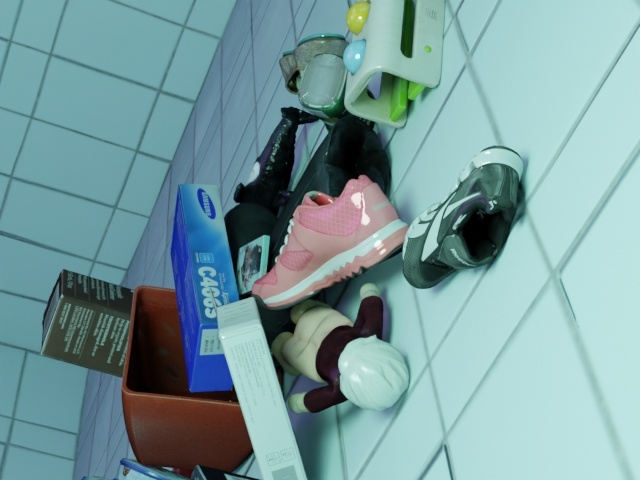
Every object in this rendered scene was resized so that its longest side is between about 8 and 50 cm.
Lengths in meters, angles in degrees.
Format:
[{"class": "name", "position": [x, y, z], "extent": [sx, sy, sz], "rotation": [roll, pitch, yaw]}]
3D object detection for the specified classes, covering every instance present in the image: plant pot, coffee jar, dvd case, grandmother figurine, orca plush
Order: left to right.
[{"class": "plant pot", "position": [-0.222, 0.269, 2.057], "extent": [0.267, 0.267, 0.236], "rotation": [-94, 14, -51]}, {"class": "dvd case", "position": [-0.112, 0.045, 1.864], "extent": [0.119, 0.013, 0.087], "rotation": [155, 123, -65]}, {"class": "orca plush", "position": [-0.072, -0.118, 2.280], "extent": [0.287, 0.102, 0.151], "rotation": [-59, -26, 12]}, {"class": "coffee jar", "position": [0.032, -0.225, 1.853], "extent": [0.184, 0.079, 0.096], "rotation": [36, -112, -67]}, {"class": "grandmother figurine", "position": [0.032, 0.155, 1.585], "extent": [0.208, 0.104, 0.342], "rotation": [-69, 19, 1]}]

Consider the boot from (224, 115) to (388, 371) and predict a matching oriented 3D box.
[{"class": "boot", "position": [-0.040, -0.043, 1.908], "extent": [0.445, 0.146, 0.367], "rotation": [117, 151, -44]}]

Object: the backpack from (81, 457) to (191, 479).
[{"class": "backpack", "position": [-0.329, 0.514, 2.106], "extent": [0.276, 0.263, 0.213], "rotation": [145, 139, -66]}]

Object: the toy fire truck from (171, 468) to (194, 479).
[{"class": "toy fire truck", "position": [-0.295, 0.540, 2.351], "extent": [0.135, 0.047, 0.192], "rotation": [-113, 43, -65]}]

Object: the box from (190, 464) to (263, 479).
[{"class": "box", "position": [-0.140, 0.464, 1.733], "extent": [0.108, 0.153, 0.207], "rotation": [-157, 84, -73]}]

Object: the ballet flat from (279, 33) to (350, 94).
[{"class": "ballet flat", "position": [-0.009, -0.333, 2.239], "extent": [0.316, 0.107, 0.106], "rotation": [-170, 77, -79]}]

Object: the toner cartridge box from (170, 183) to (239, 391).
[{"class": "toner cartridge box", "position": [-0.199, 0.075, 1.962], "extent": [0.348, 0.075, 0.165], "rotation": [-105, 23, -45]}]

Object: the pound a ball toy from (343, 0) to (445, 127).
[{"class": "pound a ball toy", "position": [0.121, -0.365, 1.740], "extent": [0.208, 0.135, 0.319], "rotation": [130, 151, -54]}]

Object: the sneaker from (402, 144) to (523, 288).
[{"class": "sneaker", "position": [0.160, -0.001, 1.345], "extent": [0.106, 0.078, 0.234], "rotation": [-85, 22, -43]}]

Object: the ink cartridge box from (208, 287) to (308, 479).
[{"class": "ink cartridge box", "position": [-0.088, 0.227, 1.680], "extent": [0.261, 0.066, 0.296], "rotation": [-122, 17, -74]}]

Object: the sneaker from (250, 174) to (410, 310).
[{"class": "sneaker", "position": [0.001, 0.000, 1.647], "extent": [0.314, 0.116, 0.136], "rotation": [-28, 88, 43]}]

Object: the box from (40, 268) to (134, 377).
[{"class": "box", "position": [-0.367, 0.196, 2.340], "extent": [0.191, 0.381, 0.143], "rotation": [-130, 61, -70]}]
